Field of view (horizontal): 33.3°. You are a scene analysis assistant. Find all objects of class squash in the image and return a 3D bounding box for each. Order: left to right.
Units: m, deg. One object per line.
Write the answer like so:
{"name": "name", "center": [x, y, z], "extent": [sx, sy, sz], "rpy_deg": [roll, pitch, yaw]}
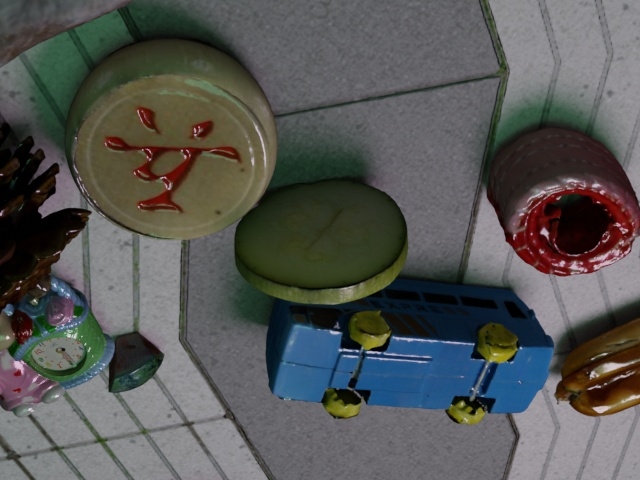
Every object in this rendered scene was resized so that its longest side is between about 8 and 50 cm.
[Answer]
{"name": "squash", "center": [0.000, 0.004, 1.314], "extent": [0.219, 0.219, 0.041], "rpy_deg": [-8, 128, -3]}

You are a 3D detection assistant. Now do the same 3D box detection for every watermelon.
{"name": "watermelon", "center": [-0.269, 0.175, 1.490], "extent": [0.072, 0.092, 0.084], "rpy_deg": [35, 111, 14]}

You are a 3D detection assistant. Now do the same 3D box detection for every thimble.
{"name": "thimble", "center": [0.311, -0.049, 1.383], "extent": [0.189, 0.125, 0.163], "rpy_deg": [25, 121, -25]}

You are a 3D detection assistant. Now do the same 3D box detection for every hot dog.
{"name": "hot dog", "center": [0.501, 0.162, 1.586], "extent": [0.337, 0.100, 0.135], "rpy_deg": [-23, 118, 6]}

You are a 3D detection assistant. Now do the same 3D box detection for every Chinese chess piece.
{"name": "Chinese chess piece", "center": [-0.175, -0.118, 1.269], "extent": [0.250, 0.103, 0.249], "rpy_deg": [-3, 127, -4]}

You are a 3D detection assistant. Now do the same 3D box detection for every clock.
{"name": "clock", "center": [-0.397, 0.121, 1.413], "extent": [0.194, 0.100, 0.195], "rpy_deg": [-28, 128, 7]}

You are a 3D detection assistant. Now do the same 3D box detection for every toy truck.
{"name": "toy truck", "center": [0.121, 0.142, 1.469], "extent": [0.385, 0.162, 0.161], "rpy_deg": [6, 125, -15]}

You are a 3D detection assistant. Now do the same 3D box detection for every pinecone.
{"name": "pinecone", "center": [-0.409, -0.030, 1.217], "extent": [0.264, 0.264, 0.264], "rpy_deg": [-4, 127, -6]}

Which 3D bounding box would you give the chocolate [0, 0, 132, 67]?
{"name": "chocolate", "center": [-0.296, -0.294, 1.127], "extent": [0.303, 0.100, 0.185], "rpy_deg": [-24, 129, 12]}
